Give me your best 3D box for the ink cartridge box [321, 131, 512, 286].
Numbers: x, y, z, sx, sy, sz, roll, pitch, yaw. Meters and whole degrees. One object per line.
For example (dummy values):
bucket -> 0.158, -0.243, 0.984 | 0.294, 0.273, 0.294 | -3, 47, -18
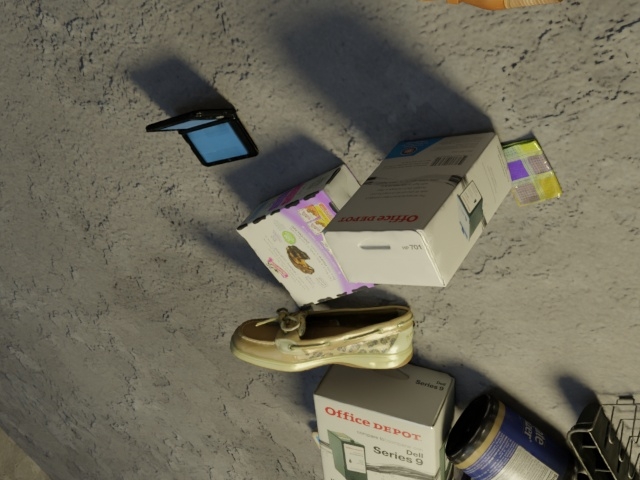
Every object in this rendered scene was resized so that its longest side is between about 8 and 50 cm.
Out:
ink cartridge box -> 0.114, -0.038, 0.823 | 0.139, 0.191, 0.082 | 1, 130, 42

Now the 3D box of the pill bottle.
pill bottle -> 0.312, 0.348, 1.105 | 0.219, 0.123, 0.123 | 36, 140, 1

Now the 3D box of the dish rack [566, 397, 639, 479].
dish rack -> 0.499, 0.299, 0.965 | 0.271, 0.074, 0.208 | -14, 119, 42

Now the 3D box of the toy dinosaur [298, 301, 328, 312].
toy dinosaur -> -0.031, 0.112, 1.192 | 0.090, 0.047, 0.082 | -3, 108, 50

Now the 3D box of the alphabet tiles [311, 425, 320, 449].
alphabet tiles -> 0.121, 0.426, 1.392 | 0.284, 0.021, 0.278 | -3, 126, 37

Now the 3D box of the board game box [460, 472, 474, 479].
board game box -> 0.306, 0.451, 1.192 | 0.170, 0.141, 0.048 | 20, 136, 20

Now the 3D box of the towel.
towel -> 0.242, -0.078, 0.841 | 0.060, 0.009, 0.083 | -10, 121, 42

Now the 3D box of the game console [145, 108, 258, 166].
game console -> -0.170, -0.143, 1.029 | 0.122, 0.107, 0.071 | -7, 95, 39

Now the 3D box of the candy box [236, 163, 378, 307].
candy box -> 0.000, 0.000, 1.040 | 0.196, 0.070, 0.165 | -20, 114, 44

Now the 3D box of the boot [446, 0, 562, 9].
boot -> 0.143, -0.305, 0.655 | 0.152, 0.073, 0.197 | 12, 131, 32

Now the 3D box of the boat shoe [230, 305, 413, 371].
boat shoe -> 0.001, 0.139, 1.112 | 0.285, 0.105, 0.089 | -1, 119, -1

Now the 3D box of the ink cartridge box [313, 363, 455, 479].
ink cartridge box -> 0.112, 0.348, 1.219 | 0.211, 0.121, 0.289 | 9, 126, 24
